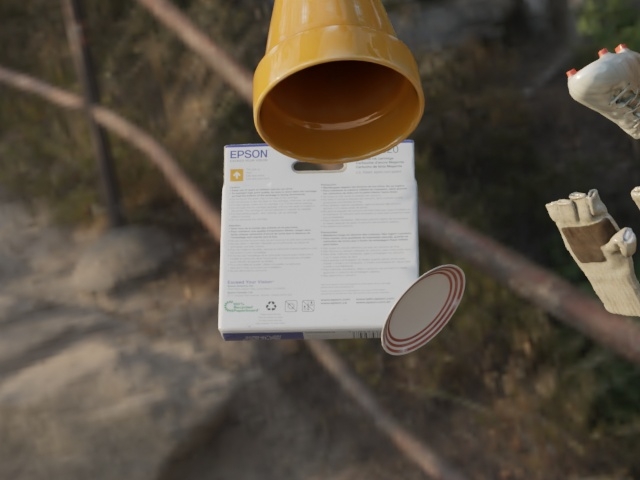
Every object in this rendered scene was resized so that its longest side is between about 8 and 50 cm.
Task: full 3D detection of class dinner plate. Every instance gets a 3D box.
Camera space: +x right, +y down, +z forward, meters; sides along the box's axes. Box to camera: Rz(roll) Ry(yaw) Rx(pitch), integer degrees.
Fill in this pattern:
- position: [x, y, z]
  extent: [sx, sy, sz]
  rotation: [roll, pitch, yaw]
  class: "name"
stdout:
- position: [0.127, 0.085, 1.899]
  extent: [0.141, 0.141, 0.017]
  rotation: [-20, 49, -39]
  class: "dinner plate"

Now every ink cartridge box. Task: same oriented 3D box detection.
- position: [0.000, 0.000, 2.463]
  extent: [0.324, 0.330, 0.071]
  rotation: [-1, -22, 4]
  class: "ink cartridge box"

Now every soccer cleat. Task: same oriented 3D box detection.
- position: [0.294, -0.135, 1.417]
  extent: [0.068, 0.076, 0.196]
  rotation: [-32, -17, 27]
  class: "soccer cleat"

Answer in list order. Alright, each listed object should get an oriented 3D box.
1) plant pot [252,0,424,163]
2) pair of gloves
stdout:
- position: [0.014, -0.228, 1.840]
  extent: [0.205, 0.188, 0.205]
  rotation: [-4, -34, -3]
  class: "plant pot"
- position: [0.412, 0.009, 1.912]
  extent: [0.240, 0.204, 0.042]
  rotation: [-8, 35, 52]
  class: "pair of gloves"
